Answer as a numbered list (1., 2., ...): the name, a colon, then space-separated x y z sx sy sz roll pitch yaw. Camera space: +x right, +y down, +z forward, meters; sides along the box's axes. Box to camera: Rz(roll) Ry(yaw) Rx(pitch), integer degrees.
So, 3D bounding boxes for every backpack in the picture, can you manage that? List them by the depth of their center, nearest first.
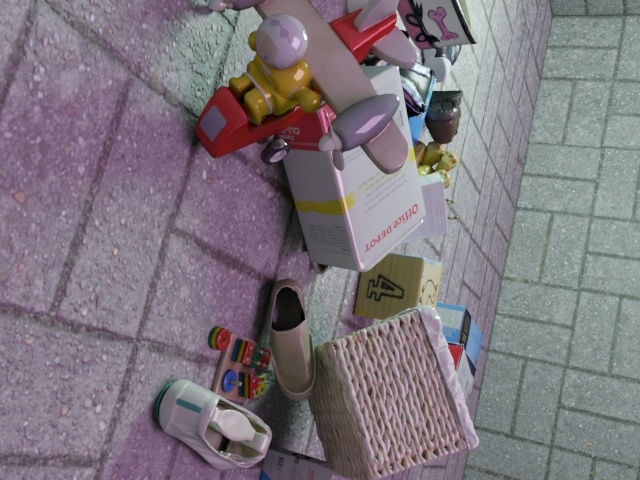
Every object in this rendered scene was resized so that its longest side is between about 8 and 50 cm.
1. backpack: 0.213 -0.435 1.944 0.173 0.117 0.158 28 68 -29

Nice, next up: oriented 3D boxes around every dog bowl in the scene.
1. dog bowl: 0.271 -0.678 1.816 0.408 0.150 0.408 51 29 -45

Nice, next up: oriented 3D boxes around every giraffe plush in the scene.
1. giraffe plush: 0.326 -0.184 2.183 0.210 0.181 0.170 -51 156 -7

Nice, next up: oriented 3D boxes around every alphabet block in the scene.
1. alphabet block: 0.230 0.141 2.063 0.192 0.193 0.197 13 86 -62

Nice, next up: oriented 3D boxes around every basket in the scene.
1. basket: 0.136 0.351 1.617 0.328 0.266 0.331 139 -64 -68

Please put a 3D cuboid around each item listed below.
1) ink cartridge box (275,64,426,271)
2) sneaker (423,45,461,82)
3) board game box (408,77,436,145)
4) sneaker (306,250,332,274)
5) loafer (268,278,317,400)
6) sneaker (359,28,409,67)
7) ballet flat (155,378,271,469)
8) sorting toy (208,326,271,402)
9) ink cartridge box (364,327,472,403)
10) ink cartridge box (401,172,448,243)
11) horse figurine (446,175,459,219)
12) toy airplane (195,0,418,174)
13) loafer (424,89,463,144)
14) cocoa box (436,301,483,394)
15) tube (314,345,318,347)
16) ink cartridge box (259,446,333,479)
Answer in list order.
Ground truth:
1. ink cartridge box: 0.072 -0.163 1.580 0.279 0.160 0.385 -37 123 -38
2. sneaker: 0.391 -0.657 2.262 0.153 0.101 0.269 -52 147 -47
3. board game box: 0.271 -0.359 2.079 0.160 0.047 0.210 119 -10 -71
4. sneaker: 0.000 0.000 1.699 0.086 0.064 0.192 -57 145 -41
5. loafer: -0.068 0.212 1.524 0.092 0.102 0.269 63 16 -77
6. sneaker: 0.132 -0.419 1.803 0.330 0.129 0.147 -58 154 -25
7. ballet flat: -0.174 0.381 1.388 0.400 0.139 0.139 54 50 -55
8. sorting toy: -0.158 0.274 1.483 0.274 0.046 0.132 40 62 -61
9. ink cartridge box: 0.266 0.367 2.067 0.130 0.309 0.272 -66 150 -29
10. ink cartridge box: 0.255 -0.084 2.076 0.066 0.232 0.189 -101 179 -55
11. horse figurine: 0.353 -0.158 2.289 0.066 0.174 0.263 -1 86 -60
12. toy airplane: -0.018 -0.315 1.207 0.272 0.386 0.384 30 70 -75
13. loafer: 0.376 -0.391 2.220 0.366 0.133 0.130 -58 148 -63
14. cocoa box: 0.405 0.365 2.434 0.347 0.231 0.228 48 55 -58
15. tube: 0.024 0.322 1.869 0.080 0.052 0.207 -71 157 -11
16. ink cartridge box: -0.047 0.556 1.638 0.060 0.180 0.104 24 76 -63
